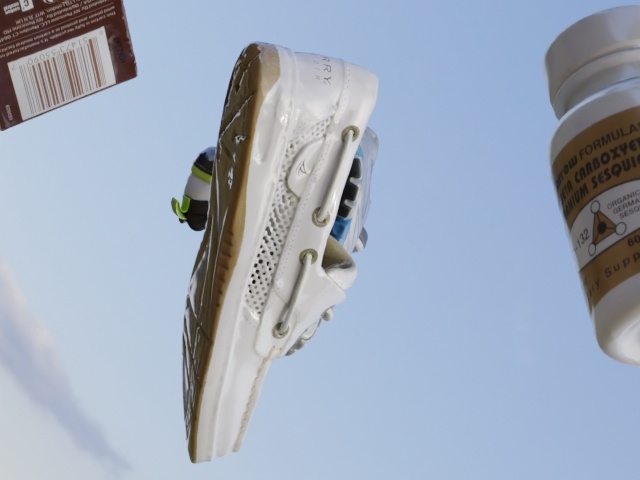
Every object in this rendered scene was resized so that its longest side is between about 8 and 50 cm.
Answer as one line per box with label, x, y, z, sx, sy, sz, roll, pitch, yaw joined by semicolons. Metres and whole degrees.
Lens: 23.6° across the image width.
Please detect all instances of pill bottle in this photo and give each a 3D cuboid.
pill bottle;0.226;-0.040;1.046;0.131;0.131;0.229;93;-12;-60

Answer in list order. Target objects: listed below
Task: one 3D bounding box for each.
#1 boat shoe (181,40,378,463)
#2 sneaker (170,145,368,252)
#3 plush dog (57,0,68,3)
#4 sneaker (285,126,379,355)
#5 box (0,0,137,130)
boat shoe;-0.023;0.019;0.922;0.098;0.096;0.277;-111;-149;-57
sneaker;-0.057;-0.018;1.556;0.235;0.097;0.084;24;5;-38
plush dog;-0.256;-0.279;1.096;0.210;0.225;0.262;-27;-101;62
sneaker;0.000;0.000;1.102;0.071;0.083;0.190;31;-62;14
box;-0.321;-0.257;1.637;0.203;0.168;0.167;47;-25;41
